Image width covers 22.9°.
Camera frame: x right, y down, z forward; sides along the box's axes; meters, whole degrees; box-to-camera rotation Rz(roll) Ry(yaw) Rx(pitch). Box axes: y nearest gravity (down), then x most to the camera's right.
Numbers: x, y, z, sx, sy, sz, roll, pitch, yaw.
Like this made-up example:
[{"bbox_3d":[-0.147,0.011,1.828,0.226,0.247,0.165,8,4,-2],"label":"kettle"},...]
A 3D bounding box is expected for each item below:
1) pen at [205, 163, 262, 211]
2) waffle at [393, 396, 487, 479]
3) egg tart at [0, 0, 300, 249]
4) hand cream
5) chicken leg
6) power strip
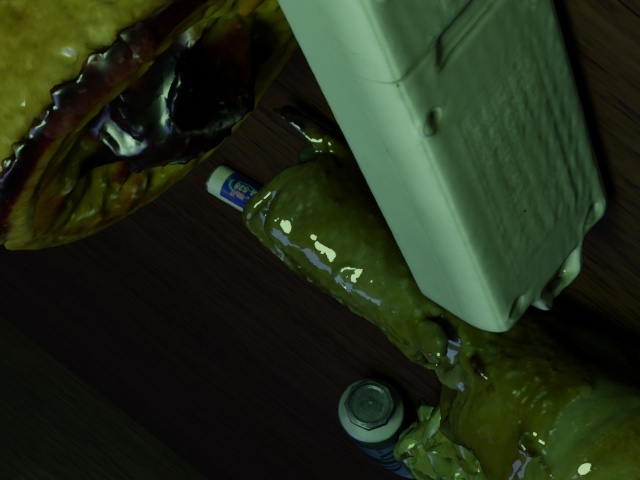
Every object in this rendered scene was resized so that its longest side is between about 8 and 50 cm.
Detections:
[{"bbox_3d":[0.000,0.000,1.135,0.204,0.025,0.025,31,163,24],"label":"pen"},{"bbox_3d":[0.192,0.228,1.265,0.297,0.073,0.317,39,165,1],"label":"waffle"},{"bbox_3d":[-0.111,-0.105,0.770,0.171,0.215,0.215,47,167,11],"label":"egg tart"},{"bbox_3d":[0.054,0.179,1.485,0.091,0.058,0.271,38,170,13],"label":"hand cream"},{"bbox_3d":[0.110,0.084,0.921,0.429,0.153,0.201,42,174,14],"label":"chicken leg"},{"bbox_3d":[0.055,-0.071,0.665,0.058,0.098,0.338,32,163,32],"label":"power strip"}]
